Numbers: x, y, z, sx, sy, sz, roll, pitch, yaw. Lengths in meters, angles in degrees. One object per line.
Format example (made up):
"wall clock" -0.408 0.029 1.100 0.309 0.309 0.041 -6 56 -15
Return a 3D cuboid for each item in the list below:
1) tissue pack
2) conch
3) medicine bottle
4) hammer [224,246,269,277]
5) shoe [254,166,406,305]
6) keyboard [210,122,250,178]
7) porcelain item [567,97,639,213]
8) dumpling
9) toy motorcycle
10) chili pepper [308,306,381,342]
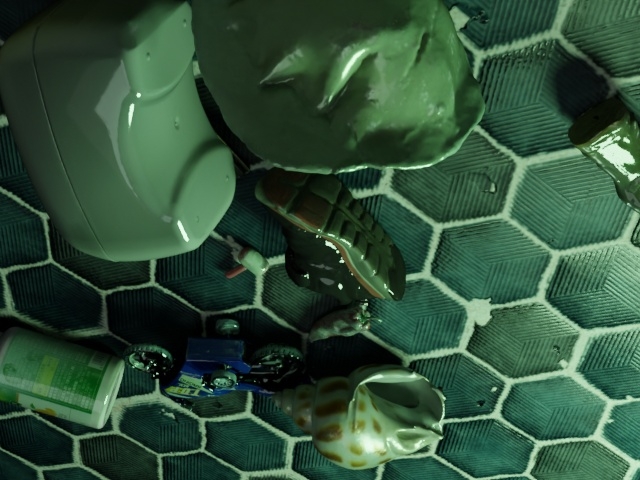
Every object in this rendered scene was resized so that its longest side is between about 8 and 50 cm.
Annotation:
"tissue pack" -0.267 -0.146 1.185 0.236 0.229 0.333 0 123 20
"conch" 0.062 0.289 1.554 0.275 0.183 0.149 11 176 -20
"medicine bottle" -0.495 0.231 1.638 0.274 0.133 0.133 19 132 -4
"hammer" -0.122 0.042 1.466 0.052 0.031 0.083 43 132 -20
"shoe" 0.000 0.000 1.355 0.137 0.114 0.291 -24 126 35
"keyboard" -0.255 -0.074 1.391 0.317 0.027 0.106 -25 122 30
"porcelain item" 0.418 -0.087 1.214 0.081 0.069 0.215 -38 115 22
"dumpling" 0.029 -0.213 1.107 0.320 0.212 0.270 11 97 20
"toy motorcycle" -0.172 0.223 1.585 0.315 0.113 0.169 2 142 -1
"chili pepper" 0.035 0.136 1.508 0.153 0.041 0.050 -20 105 46
